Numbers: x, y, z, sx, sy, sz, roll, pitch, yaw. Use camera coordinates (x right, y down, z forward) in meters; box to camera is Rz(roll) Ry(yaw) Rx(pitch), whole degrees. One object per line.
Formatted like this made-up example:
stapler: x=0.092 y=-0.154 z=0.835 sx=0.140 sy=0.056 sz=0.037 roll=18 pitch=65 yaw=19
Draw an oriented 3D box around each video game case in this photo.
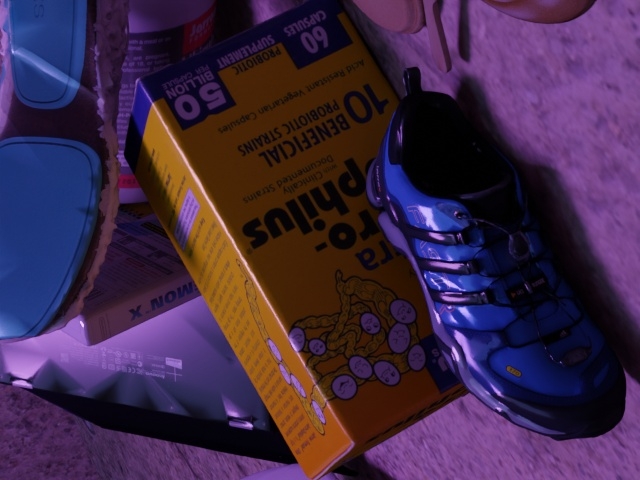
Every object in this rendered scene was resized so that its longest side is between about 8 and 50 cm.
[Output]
video game case: x=-0.207 y=-0.012 z=1.727 sx=0.329 sy=0.300 sz=0.036 roll=23 pitch=129 yaw=45

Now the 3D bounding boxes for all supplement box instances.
supplement box: x=0.000 y=0.000 z=1.468 sx=0.356 sy=0.194 sz=0.195 roll=59 pitch=163 yaw=9

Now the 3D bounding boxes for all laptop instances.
laptop: x=-0.173 y=0.110 z=2.012 sx=0.382 sy=0.236 sz=0.408 roll=7 pitch=108 yaw=24

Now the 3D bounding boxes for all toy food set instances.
toy food set: x=0.046 y=-0.219 z=1.292 sx=0.192 sy=0.038 sz=0.132 roll=43 pitch=162 yaw=35

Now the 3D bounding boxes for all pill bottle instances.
pill bottle: x=-0.195 y=-0.210 z=1.691 sx=0.176 sy=0.176 sz=0.318 roll=47 pitch=143 yaw=40

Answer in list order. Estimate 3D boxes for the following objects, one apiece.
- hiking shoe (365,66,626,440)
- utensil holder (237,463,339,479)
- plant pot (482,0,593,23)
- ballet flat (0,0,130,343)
hiking shoe: x=0.126 y=0.018 z=1.270 sx=0.304 sy=0.113 sz=0.132 roll=54 pitch=161 yaw=26
utensil holder: x=-0.026 y=0.510 z=2.005 sx=0.385 sy=0.327 sz=0.327 roll=60 pitch=164 yaw=-16
plant pot: x=0.102 y=-0.245 z=1.089 sx=0.236 sy=0.032 sz=0.236 roll=53 pitch=160 yaw=29
ballet flat: x=-0.224 y=-0.106 z=1.515 sx=0.147 sy=0.147 sz=0.409 roll=-159 pitch=76 yaw=-65
